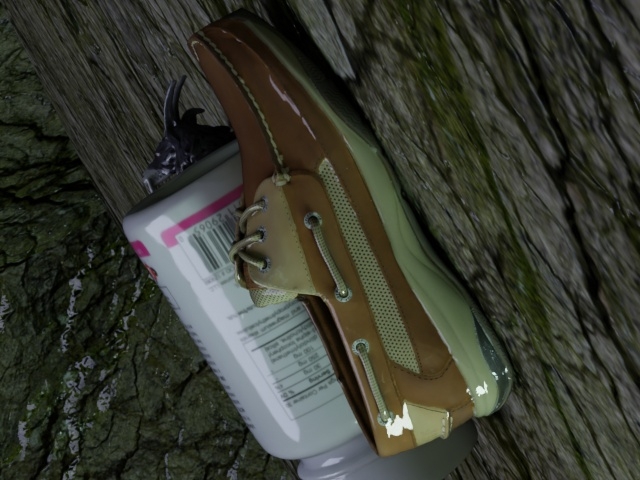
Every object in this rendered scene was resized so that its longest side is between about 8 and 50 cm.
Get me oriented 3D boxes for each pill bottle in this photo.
[{"bbox_3d":[-0.010,0.062,1.357,0.283,0.160,0.160,59,171,-9],"label":"pill bottle"}]

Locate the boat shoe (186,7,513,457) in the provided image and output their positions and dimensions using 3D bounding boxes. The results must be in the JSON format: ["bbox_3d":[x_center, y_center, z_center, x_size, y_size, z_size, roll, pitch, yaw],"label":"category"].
[{"bbox_3d":[0.000,0.000,1.211,0.324,0.120,0.122,57,171,1],"label":"boat shoe"}]

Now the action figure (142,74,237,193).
[{"bbox_3d":[-0.091,-0.007,1.643,0.275,0.141,0.164,56,-177,-4],"label":"action figure"}]
